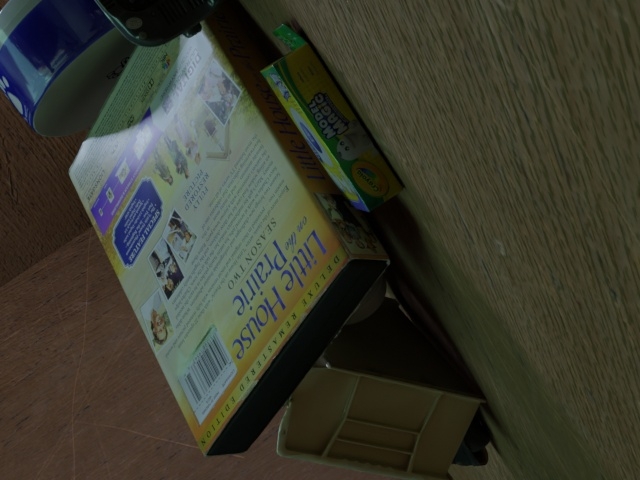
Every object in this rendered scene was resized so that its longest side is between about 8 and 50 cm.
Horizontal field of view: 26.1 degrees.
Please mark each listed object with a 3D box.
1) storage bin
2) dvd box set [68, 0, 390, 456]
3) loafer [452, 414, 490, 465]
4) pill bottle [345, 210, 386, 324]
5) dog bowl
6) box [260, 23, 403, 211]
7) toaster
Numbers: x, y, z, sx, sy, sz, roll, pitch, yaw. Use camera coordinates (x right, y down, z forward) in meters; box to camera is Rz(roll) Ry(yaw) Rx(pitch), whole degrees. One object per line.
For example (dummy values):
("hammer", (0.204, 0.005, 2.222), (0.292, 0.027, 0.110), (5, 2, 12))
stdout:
("storage bin", (0.020, 0.156, 1.663), (0.260, 0.123, 0.262), (15, -161, -29))
("dvd box set", (-0.115, -0.031, 1.455), (0.062, 0.307, 0.420), (2, -135, -40))
("loafer", (0.191, 0.244, 1.782), (0.061, 0.062, 0.170), (15, 155, 13))
("pill bottle", (0.000, 0.000, 1.546), (0.121, 0.121, 0.216), (52, 174, 42))
("dog bowl", (-0.258, -0.241, 1.623), (0.104, 0.265, 0.265), (53, 175, 9))
("box", (0.002, -0.111, 1.244), (0.179, 0.043, 0.105), (58, 175, -7))
("toaster", (-0.189, -0.300, 1.360), (0.227, 0.129, 0.146), (56, 178, -14))
